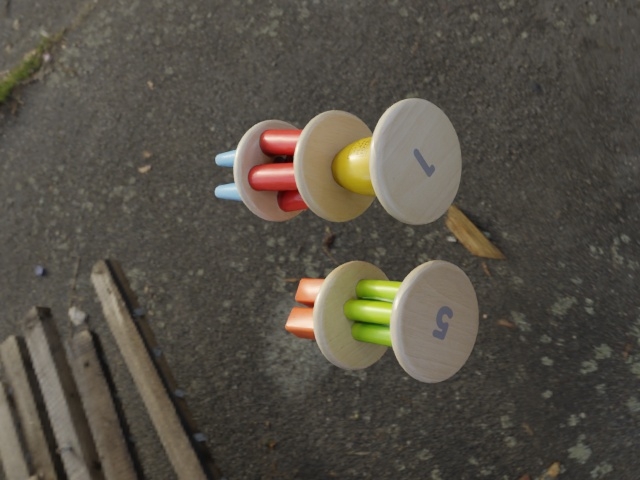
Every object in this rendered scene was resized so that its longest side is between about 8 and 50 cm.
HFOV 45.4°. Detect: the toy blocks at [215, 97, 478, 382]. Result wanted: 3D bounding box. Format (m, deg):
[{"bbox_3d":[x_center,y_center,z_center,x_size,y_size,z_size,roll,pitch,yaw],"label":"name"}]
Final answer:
[{"bbox_3d":[0.000,0.000,0.375,0.148,0.054,0.123,2,102,50],"label":"toy blocks"}]
